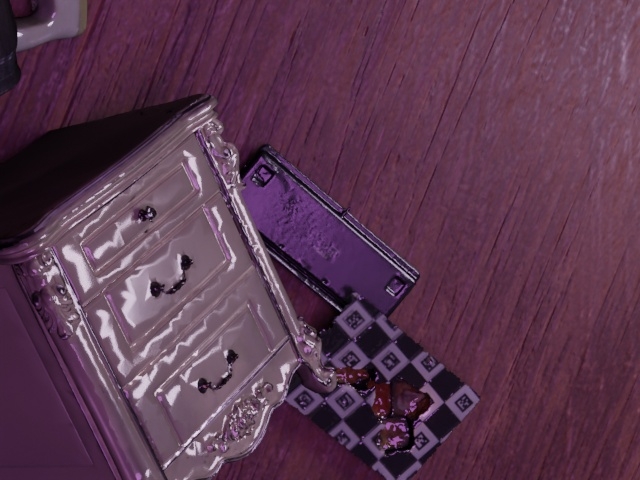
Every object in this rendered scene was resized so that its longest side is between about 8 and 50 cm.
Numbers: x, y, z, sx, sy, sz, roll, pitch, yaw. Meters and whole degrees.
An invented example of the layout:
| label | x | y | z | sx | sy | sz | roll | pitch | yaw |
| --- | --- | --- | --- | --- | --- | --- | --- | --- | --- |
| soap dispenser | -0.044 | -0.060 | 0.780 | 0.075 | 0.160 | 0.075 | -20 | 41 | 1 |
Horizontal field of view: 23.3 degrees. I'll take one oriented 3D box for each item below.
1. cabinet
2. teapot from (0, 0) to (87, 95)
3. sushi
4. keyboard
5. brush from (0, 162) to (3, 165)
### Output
| label | x | y | z | sx | sy | sz | roll | pitch | yaw |
| --- | --- | --- | --- | --- | --- | --- | --- | --- | --- |
| cabinet | -0.186 | 0.080 | 1.407 | 0.290 | 0.227 | 0.318 | -44 | 117 | -47 |
| teapot | -0.347 | -0.236 | 1.343 | 0.322 | 0.239 | 0.239 | -7 | 111 | -18 |
| sushi | 0.057 | 0.158 | 1.660 | 0.201 | 0.031 | 0.139 | 41 | 91 | -22 |
| keyboard | 0.000 | 0.000 | 1.618 | 0.230 | 0.025 | 0.093 | 41 | 88 | -19 |
| brush | -0.311 | 0.049 | 1.525 | 0.043 | 0.036 | 0.248 | 6 | 97 | -14 |
